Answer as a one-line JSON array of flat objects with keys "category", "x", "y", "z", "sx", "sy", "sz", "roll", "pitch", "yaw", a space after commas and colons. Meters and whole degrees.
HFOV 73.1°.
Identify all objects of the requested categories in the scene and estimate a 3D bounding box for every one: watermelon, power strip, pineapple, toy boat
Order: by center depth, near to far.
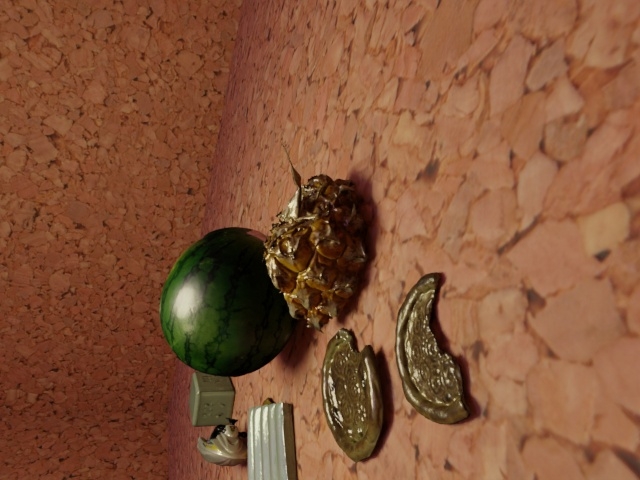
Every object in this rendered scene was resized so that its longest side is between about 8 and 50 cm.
[{"category": "pineapple", "x": -0.004, "y": 0.000, "z": 0.789, "sx": 0.161, "sy": 0.158, "sz": 0.335, "roll": 2, "pitch": 78, "yaw": 52}, {"category": "watermelon", "x": -0.212, "y": 0.150, "z": 1.035, "sx": 0.363, "sy": 0.362, "sz": 0.364, "roll": -173, "pitch": 90, "yaw": -67}, {"category": "toy boat", "x": -0.302, "y": 0.640, "z": 1.363, "sx": 0.269, "sy": 0.140, "sz": 0.141, "roll": -48, "pitch": 41, "yaw": 51}, {"category": "power strip", "x": -0.416, "y": 0.578, "z": 1.627, "sx": 0.224, "sy": 0.140, "sz": 0.139, "roll": -156, "pitch": 73, "yaw": -66}]

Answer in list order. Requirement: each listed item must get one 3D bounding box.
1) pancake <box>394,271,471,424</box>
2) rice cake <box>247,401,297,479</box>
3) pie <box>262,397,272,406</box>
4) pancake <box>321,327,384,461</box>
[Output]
[{"category": "pancake", "x": 0.150, "y": 0.147, "z": 0.578, "sx": 0.190, "sy": 0.020, "sz": 0.184, "roll": -128, "pitch": 51, "yaw": -59}, {"category": "rice cake", "x": -0.122, "y": 0.499, "z": 1.039, "sx": 0.189, "sy": 0.037, "sz": 0.198, "roll": -26, "pitch": 57, "yaw": 44}, {"category": "pie", "x": -0.136, "y": 0.481, "z": 1.136, "sx": 0.170, "sy": 0.034, "sz": 0.092, "roll": -105, "pitch": 28, "yaw": -52}, {"category": "pancake", "x": 0.051, "y": 0.267, "z": 0.763, "sx": 0.235, "sy": 0.029, "sz": 0.212, "roll": 174, "pitch": 101, "yaw": -68}]
